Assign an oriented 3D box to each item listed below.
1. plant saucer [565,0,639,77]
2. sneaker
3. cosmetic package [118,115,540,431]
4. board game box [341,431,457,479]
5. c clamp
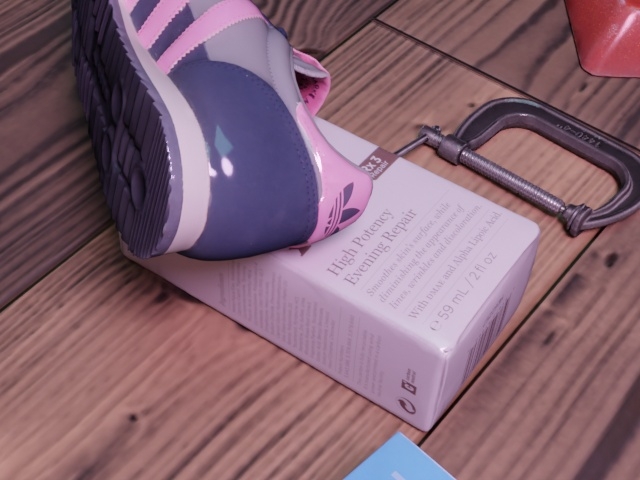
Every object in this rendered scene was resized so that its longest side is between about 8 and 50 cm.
[{"bbox_3d":[0.327,-0.231,0.926,0.258,0.048,0.259,2,47,-2],"label":"plant saucer"},{"bbox_3d":[-0.070,-0.108,0.662,0.131,0.112,0.319,2,47,-24],"label":"sneaker"},{"bbox_3d":[0.000,0.000,0.674,0.231,0.085,0.117,28,52,19],"label":"cosmetic package"},{"bbox_3d":[0.009,0.257,0.453,0.242,0.064,0.316,37,56,27],"label":"board game box"},{"bbox_3d":[0.141,-0.048,0.770,0.160,0.022,0.137,28,47,22],"label":"c clamp"}]
